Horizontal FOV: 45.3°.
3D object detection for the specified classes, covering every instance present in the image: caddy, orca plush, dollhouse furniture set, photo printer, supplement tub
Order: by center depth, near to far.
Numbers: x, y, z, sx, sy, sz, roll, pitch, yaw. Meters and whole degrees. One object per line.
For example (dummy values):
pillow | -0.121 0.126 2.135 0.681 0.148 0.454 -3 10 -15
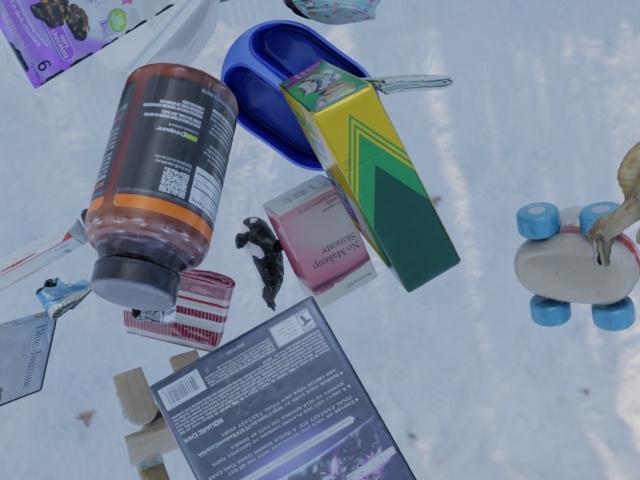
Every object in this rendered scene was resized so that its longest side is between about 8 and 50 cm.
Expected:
supplement tub | -0.137 -0.044 0.650 0.106 0.106 0.197 26 62 -33
photo printer | -0.289 -0.363 1.379 0.107 0.307 0.256 39 79 -5
caddy | -0.038 -0.297 1.570 0.341 0.179 0.241 34 103 -11
dollhouse furniture set | -0.257 0.461 1.831 0.394 0.256 0.362 -17 139 -20
orca plush | -0.124 0.027 1.855 0.102 0.287 0.151 -37 119 16

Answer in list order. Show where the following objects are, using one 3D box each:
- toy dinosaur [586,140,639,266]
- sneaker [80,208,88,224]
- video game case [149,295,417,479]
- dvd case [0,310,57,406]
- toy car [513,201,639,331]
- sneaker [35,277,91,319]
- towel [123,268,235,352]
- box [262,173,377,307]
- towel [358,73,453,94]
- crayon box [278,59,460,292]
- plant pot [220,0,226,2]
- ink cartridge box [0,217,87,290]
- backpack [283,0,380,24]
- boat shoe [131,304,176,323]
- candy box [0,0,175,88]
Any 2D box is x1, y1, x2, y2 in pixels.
toy dinosaur | 0.254 -0.056 0.541 0.053 0.092 0.183 32 99 -29
sneaker | -0.360 -0.097 1.534 0.267 0.101 0.106 -48 125 -17
video game case | -0.026 0.222 0.783 0.196 0.026 0.274 -29 79 -6
dvd case | -0.594 0.233 1.386 0.253 0.022 0.180 -17 129 -60
toy car | 0.479 0.006 1.379 0.238 0.210 0.219 -44 126 -48
sneaker | -0.491 0.094 1.472 0.063 0.162 0.073 -44 92 9
towel | -0.325 0.148 1.728 0.237 0.329 0.037 15 55 -5
box | 0.000 0.000 1.631 0.149 0.127 0.232 -29 113 -11
towel | 0.123 -0.238 1.167 0.113 0.152 0.023 -6 104 -13
crayon box | 0.067 -0.123 1.266 0.106 0.363 0.313 -31 111 0
plant pot | -0.224 -0.630 1.745 0.166 0.234 0.165 -40 131 -42
ink cartridge box | -0.418 0.031 1.123 0.145 0.179 0.045 -29 108 -3
backpack | 0.033 -0.466 1.436 0.152 0.182 0.115 -9 102 -47
boat shoe | -0.240 0.065 1.061 0.076 0.228 0.080 -4 73 -12
candy box | -0.275 -0.289 0.824 0.196 0.070 0.165 -39 141 -20
